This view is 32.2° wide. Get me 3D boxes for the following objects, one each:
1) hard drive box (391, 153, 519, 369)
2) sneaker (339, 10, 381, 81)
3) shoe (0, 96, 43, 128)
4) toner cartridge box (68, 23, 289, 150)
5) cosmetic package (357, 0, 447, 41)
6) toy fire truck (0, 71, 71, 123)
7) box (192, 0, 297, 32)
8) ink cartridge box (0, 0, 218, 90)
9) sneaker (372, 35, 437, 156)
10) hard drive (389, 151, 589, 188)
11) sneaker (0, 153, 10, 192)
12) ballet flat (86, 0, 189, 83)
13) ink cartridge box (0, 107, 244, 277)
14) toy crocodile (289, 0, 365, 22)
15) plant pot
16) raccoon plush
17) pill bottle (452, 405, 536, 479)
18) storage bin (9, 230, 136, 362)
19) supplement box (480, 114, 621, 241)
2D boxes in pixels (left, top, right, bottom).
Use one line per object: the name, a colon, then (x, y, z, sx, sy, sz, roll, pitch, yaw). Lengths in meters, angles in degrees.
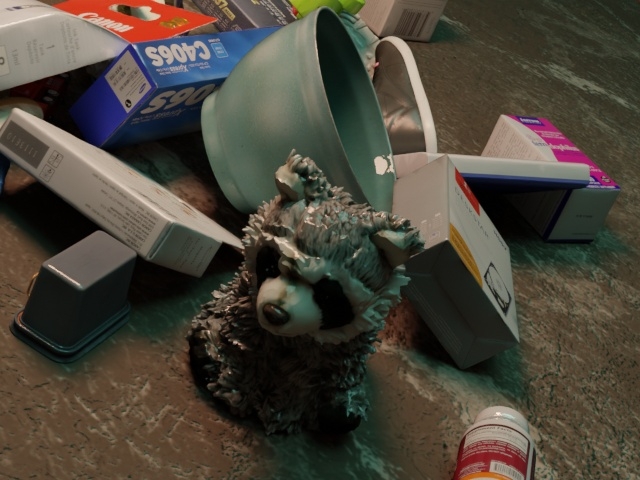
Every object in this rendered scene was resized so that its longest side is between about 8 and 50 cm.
hard drive box: (0.173, 0.024, 1.452, 0.181, 0.089, 0.232, 53, 22, -23)
sneaker: (0.084, -0.313, 1.974, 0.235, 0.090, 0.095, 60, -4, 8)
shoe: (-0.432, -0.123, 1.371, 0.219, 0.076, 0.058, -24, 74, -43)
toner cartridge box: (-0.175, -0.222, 1.585, 0.348, 0.165, 0.075, -21, 79, -51)
cosmetic package: (0.154, -0.531, 2.328, 0.151, 0.151, 0.184, -3, 40, -40)
toy fire truck: (-0.427, -0.199, 1.508, 0.135, 0.047, 0.192, 18, 30, -7)
box: (-0.126, -0.388, 1.819, 0.233, 0.059, 0.183, 49, 28, 20)
ink cartridge box: (-0.383, -0.313, 1.503, 0.385, 0.091, 0.308, -26, 35, -33)
sneaker: (0.087, -0.232, 1.805, 0.146, 0.105, 0.296, -9, 46, -4)
hard drive: (0.223, -0.100, 1.698, 0.318, 0.040, 0.210, 1, -1, -33)
sneaker: (-0.405, -0.050, 1.289, 0.082, 0.069, 0.209, 60, 14, -14)
ballet flat: (-0.276, -0.360, 1.784, 0.147, 0.147, 0.409, 17, 30, -12)
ink cartridge box: (-0.233, -0.047, 1.364, 0.275, 0.060, 0.239, 34, 2, 24)
toy crocodile: (0.005, -0.390, 1.783, 0.105, 0.115, 0.340, 40, 22, -9)
plant pot: (-0.037, -0.143, 1.487, 0.196, 0.293, 0.293, -16, 26, 17)
raccoon plush: (0.000, 0.000, 1.242, 0.216, 0.299, 0.446, 19, 30, -7)
pill bottle: (0.188, 0.248, 1.194, 0.086, 0.086, 0.152, 25, 30, 2)
storage bin: (-0.261, 0.049, 1.191, 0.098, 0.091, 0.135, 31, 30, 12)
supplement box: (0.378, -0.106, 1.857, 0.111, 0.114, 0.220, 0, 36, -33)
